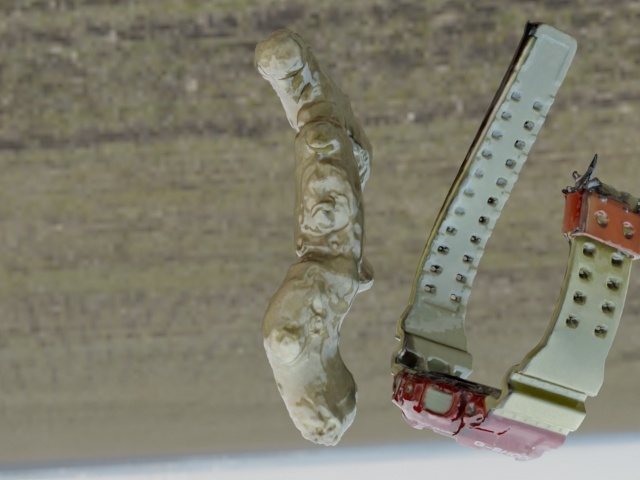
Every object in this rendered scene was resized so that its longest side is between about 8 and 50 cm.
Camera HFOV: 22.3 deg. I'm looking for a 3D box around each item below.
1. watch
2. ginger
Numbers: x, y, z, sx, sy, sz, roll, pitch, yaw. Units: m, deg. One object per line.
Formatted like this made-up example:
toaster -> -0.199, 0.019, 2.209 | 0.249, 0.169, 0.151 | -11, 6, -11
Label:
watch -> 0.130, 0.002, 1.006 | 0.102, 0.268, 0.165 | 19, -175, -30
ginger -> 0.005, -0.001, 1.032 | 0.065, 0.258, 0.149 | -9, 174, 18
